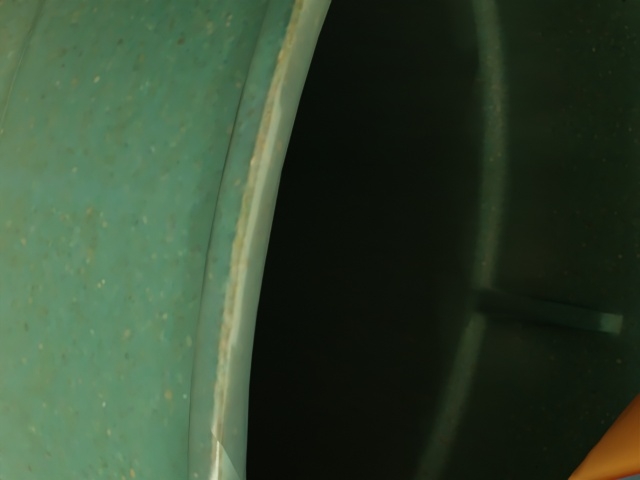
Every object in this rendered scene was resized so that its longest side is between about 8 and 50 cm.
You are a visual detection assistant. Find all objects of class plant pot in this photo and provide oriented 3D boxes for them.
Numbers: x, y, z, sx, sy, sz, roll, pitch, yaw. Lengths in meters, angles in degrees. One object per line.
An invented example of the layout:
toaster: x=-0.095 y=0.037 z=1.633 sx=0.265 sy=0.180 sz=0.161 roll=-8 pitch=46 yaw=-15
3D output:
plant pot: x=-0.079 y=-0.009 z=0.580 sx=0.341 sy=0.334 sz=0.341 roll=-29 pitch=124 yaw=-56

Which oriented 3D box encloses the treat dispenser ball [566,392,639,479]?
treat dispenser ball: x=0.170 y=0.150 z=0.431 sx=0.288 sy=0.288 sz=0.288 roll=-27 pitch=122 yaw=-56
